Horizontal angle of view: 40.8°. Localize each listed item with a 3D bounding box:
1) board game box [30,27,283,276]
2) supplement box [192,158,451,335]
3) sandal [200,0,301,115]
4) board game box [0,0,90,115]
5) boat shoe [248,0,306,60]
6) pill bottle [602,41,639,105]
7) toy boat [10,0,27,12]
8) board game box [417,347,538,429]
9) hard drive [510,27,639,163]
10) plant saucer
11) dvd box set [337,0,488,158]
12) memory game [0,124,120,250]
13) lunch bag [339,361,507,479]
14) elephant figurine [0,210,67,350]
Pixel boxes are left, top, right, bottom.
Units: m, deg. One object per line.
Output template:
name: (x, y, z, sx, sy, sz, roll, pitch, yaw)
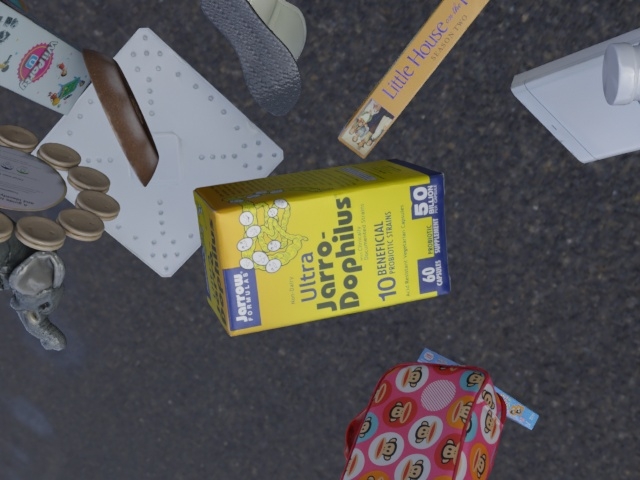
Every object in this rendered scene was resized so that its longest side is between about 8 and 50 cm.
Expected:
board game box: (-0.344, -0.178, 1.813, 0.390, 0.050, 0.390, 41, 104, -15)
supplement box: (0.000, 0.000, 1.346, 0.195, 0.356, 0.194, -144, 46, -69)
sandal: (-0.112, -0.338, 1.493, 0.097, 0.054, 0.255, -29, 108, 7)
board game box: (-0.454, -0.284, 1.096, 0.224, 0.098, 0.303, 34, -178, 12)
boat shoe: (-0.110, -0.419, 1.635, 0.091, 0.109, 0.305, 25, 179, 19)
pill bottle: (0.441, -0.205, 1.033, 0.184, 0.103, 0.103, -3, 140, 3)
toy boat: (-0.563, -0.435, 1.402, 0.267, 0.148, 0.318, 28, 137, 39)
board game box: (0.317, 0.300, 1.741, 0.211, 0.039, 0.160, 33, 174, -25)
hard drive: (0.532, -0.247, 1.457, 0.233, 0.047, 0.353, 38, 151, -26)
plant saucer: (-0.260, -0.169, 1.150, 0.198, 0.036, 0.199, 157, 90, -86)
dvd box set: (0.193, -0.343, 1.441, 0.062, 0.308, 0.420, 37, 111, -3)
memory game: (-0.250, -0.048, 0.680, 0.186, 0.186, 0.012, 30, 115, 7)
lunch bag: (0.151, 0.342, 1.424, 0.258, 0.293, 0.120, -3, 135, 38)
elephant figurine: (-0.503, 0.056, 1.462, 0.239, 0.169, 0.186, 23, 134, -33)
